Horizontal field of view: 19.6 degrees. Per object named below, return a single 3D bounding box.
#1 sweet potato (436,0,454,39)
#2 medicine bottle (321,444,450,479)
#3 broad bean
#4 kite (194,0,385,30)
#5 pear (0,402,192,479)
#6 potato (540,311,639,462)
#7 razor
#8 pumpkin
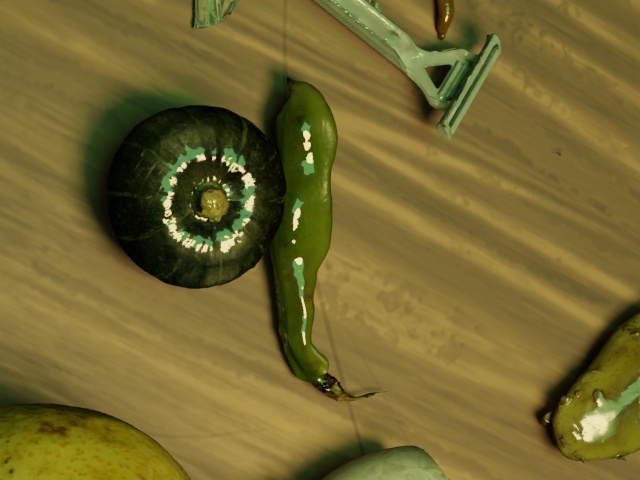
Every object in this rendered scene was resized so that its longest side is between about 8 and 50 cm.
[{"bbox_3d":[0.120,-0.257,1.830,0.026,0.026,0.115,-9,92,-24],"label":"sweet potato"},{"bbox_3d":[0.047,0.275,1.716,0.143,0.147,0.147,-18,96,-20],"label":"medicine bottle"},{"bbox_3d":[-0.009,0.003,1.753,0.098,0.056,0.318,-16,102,-36],"label":"broad bean"},{"bbox_3d":[-0.013,-0.319,1.781,0.335,0.011,0.314,-43,105,-18],"label":"kite"},{"bbox_3d":[-0.227,0.277,1.522,0.304,0.304,0.304,1,88,-24],"label":"pear"},{"bbox_3d":[0.324,0.145,1.872,0.225,0.090,0.117,-36,88,-17],"label":"potato"},{"bbox_3d":[0.039,-0.218,1.775,0.278,0.056,0.111,34,74,-13],"label":"razor"},{"bbox_3d":[-0.109,-0.039,1.669,0.167,0.125,0.167,-2,93,-43],"label":"pumpkin"}]
